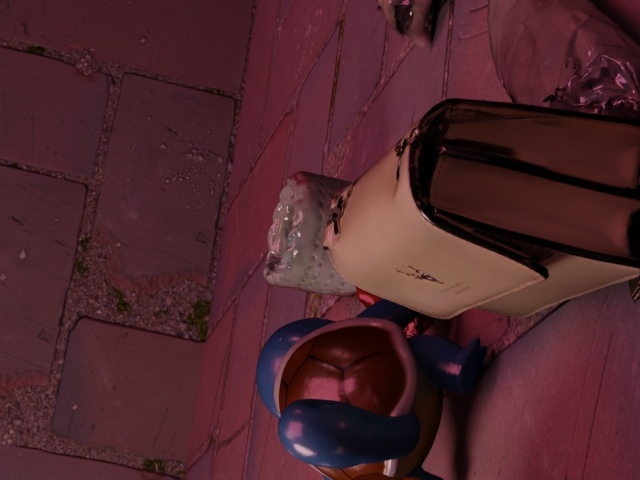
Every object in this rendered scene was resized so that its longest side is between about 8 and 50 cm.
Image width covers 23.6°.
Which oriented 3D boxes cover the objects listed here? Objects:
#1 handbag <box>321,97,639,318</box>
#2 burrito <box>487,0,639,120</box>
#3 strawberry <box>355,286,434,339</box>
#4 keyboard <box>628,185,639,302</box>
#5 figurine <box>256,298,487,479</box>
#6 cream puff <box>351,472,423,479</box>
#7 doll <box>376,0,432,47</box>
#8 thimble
[{"bbox_3d":[0.152,-0.021,1.483,0.358,0.236,0.160,139,142,-75],"label":"handbag"},{"bbox_3d":[0.250,-0.184,1.572,0.445,0.101,0.139,-108,37,-66],"label":"burrito"},{"bbox_3d":[0.121,0.022,1.977,0.174,0.098,0.228,-55,42,22],"label":"strawberry"},{"bbox_3d":[0.292,-0.006,1.411,0.049,0.015,0.129,109,167,-47],"label":"keyboard"},{"bbox_3d":[0.054,0.205,1.788,0.416,0.243,0.298,-131,46,-80],"label":"figurine"},{"bbox_3d":[0.071,0.391,1.446,0.327,0.231,0.343,-19,74,45],"label":"cream puff"},{"bbox_3d":[0.131,-0.377,2.308,0.192,0.095,0.149,-102,25,-56],"label":"doll"},{"bbox_3d":[0.000,0.000,2.382,0.211,0.149,0.185,116,160,-44],"label":"thimble"}]
